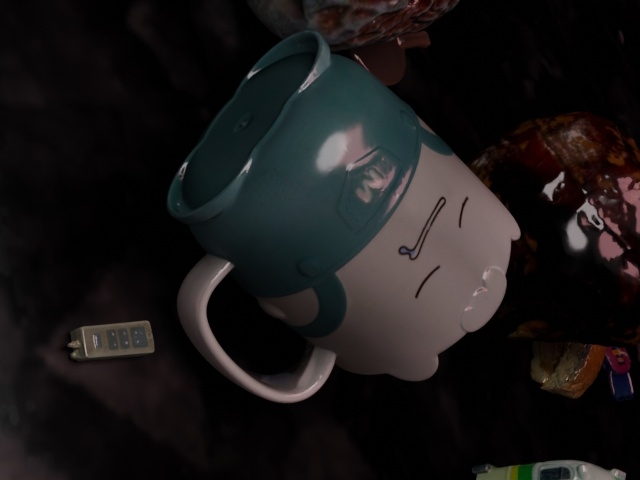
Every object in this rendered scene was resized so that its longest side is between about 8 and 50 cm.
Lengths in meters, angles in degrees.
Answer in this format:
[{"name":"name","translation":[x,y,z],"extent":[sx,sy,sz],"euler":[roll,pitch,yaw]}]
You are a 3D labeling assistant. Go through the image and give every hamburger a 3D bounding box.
[{"name":"hamburger","translation":[0.337,0.133,1.345],"extent":[0.102,0.087,0.176],"euler":[38,44,-32]}]

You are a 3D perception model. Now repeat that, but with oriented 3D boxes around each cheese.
[{"name":"cheese","translation":[0.402,0.104,1.459],"extent":[0.155,0.062,0.244],"euler":[6,69,-52]}]

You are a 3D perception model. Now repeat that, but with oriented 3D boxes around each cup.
[{"name":"cup","translation":[0.000,0.000,0.914],"extent":[0.257,0.219,0.290],"euler":[41,77,-30]}]

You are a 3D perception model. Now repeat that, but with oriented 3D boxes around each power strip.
[{"name":"power strip","translation":[-0.164,0.080,0.812],"extent":[0.083,0.017,0.027],"euler":[0,72,-52]}]

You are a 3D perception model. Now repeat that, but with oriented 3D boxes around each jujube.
[{"name":"jujube","translation":[0.049,-0.318,1.100],"extent":[0.317,0.226,0.226],"euler":[-28,95,-50]}]

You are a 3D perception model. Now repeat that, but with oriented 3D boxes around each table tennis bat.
[{"name":"table tennis bat","translation":[0.119,-0.257,1.239],"extent":[0.170,0.119,0.108],"euler":[-20,89,-51]}]

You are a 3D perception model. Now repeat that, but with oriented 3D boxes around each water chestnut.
[{"name":"water chestnut","translation":[0.287,-0.003,1.217],"extent":[0.289,0.289,0.244],"euler":[54,47,-18]}]

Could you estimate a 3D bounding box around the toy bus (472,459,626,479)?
[{"name":"toy bus","translation":[0.246,0.368,1.056],"extent":[0.133,0.164,0.276],"euler":[28,52,-39]}]
